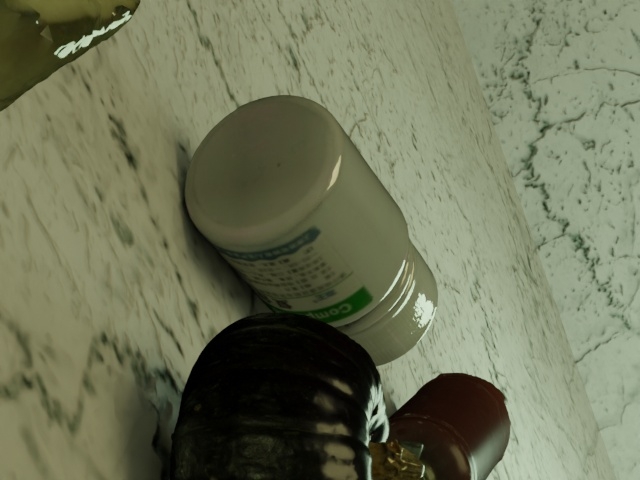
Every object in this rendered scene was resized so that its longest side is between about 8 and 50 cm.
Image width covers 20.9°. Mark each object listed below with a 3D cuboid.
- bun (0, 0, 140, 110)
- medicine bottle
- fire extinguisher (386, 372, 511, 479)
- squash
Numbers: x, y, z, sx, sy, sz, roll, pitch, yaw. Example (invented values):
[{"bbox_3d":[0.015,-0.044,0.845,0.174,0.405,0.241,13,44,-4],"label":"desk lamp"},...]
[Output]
[{"bbox_3d":[-0.209,-0.173,0.854,0.259,0.152,0.259,45,27,-30],"label":"bun"},{"bbox_3d":[0.000,0.000,1.386,0.237,0.139,0.139,51,24,-52],"label":"medicine bottle"},{"bbox_3d":[0.093,0.215,1.529,0.337,0.106,0.147,-22,117,-74],"label":"fire extinguisher"},{"bbox_3d":[-0.022,0.141,1.109,0.193,0.156,0.193,1,89,-58],"label":"squash"}]
